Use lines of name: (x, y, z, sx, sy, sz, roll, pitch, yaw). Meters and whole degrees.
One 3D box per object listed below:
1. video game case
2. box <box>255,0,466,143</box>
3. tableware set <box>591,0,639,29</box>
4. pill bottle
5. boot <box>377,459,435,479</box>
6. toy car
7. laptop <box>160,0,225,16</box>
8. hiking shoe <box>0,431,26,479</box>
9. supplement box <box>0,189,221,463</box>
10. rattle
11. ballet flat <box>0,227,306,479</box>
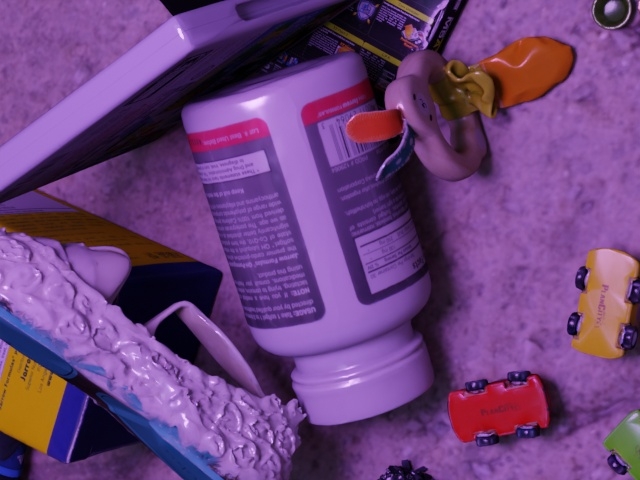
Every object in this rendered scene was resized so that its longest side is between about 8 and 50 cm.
video game case: (-0.143, -0.139, 1.512, 0.329, 0.300, 0.036, -31, 89, 37)
box: (0.029, -0.215, 1.610, 0.191, 0.045, 0.184, 31, 104, 23)
tableware set: (0.312, -0.238, 1.479, 0.154, 0.024, 0.104, -3, 91, 26)
pill bottle: (0.000, 0.000, 1.544, 0.176, 0.176, 0.318, -13, 101, 26)
boot: (0.094, 0.277, 1.598, 0.099, 0.045, 0.121, 16, 92, 23)
toy car: (0.260, 0.153, 1.505, 0.225, 0.053, 0.239, 47, 111, 17)
laptop: (-0.087, -0.446, 1.539, 0.408, 0.236, 0.382, 50, 152, -5)
hiking shoe: (-0.455, 0.210, 1.830, 0.304, 0.113, 0.132, 3, 93, 26)
supplement box: (-0.317, 0.060, 1.711, 0.356, 0.194, 0.195, 23, 102, 24)
rattle: (0.128, -0.117, 1.477, 0.143, 0.200, 0.130, -1, 92, 27)
ballet flat: (-0.181, 0.090, 1.501, 0.409, 0.147, 0.147, 40, 112, -14)
